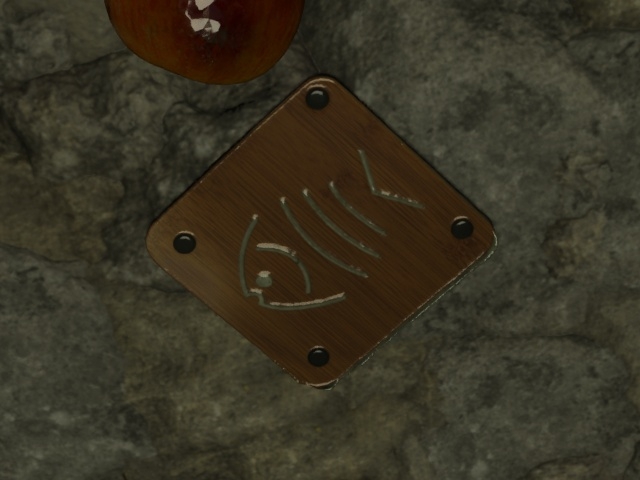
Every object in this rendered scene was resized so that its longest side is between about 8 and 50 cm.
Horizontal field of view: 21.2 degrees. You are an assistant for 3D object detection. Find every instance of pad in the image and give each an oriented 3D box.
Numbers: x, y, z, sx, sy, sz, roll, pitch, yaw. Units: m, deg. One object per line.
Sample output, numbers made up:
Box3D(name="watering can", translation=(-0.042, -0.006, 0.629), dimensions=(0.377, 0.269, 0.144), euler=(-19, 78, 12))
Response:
Box3D(name="pad", translation=(0.000, 0.000, 1.811), dimensions=(0.284, 0.018, 0.286), euler=(-41, 112, 18))

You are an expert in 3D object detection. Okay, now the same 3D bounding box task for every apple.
Box3D(name="apple", translation=(-0.106, -0.239, 1.596), dimensions=(0.195, 0.160, 0.173), euler=(8, 106, -22))
